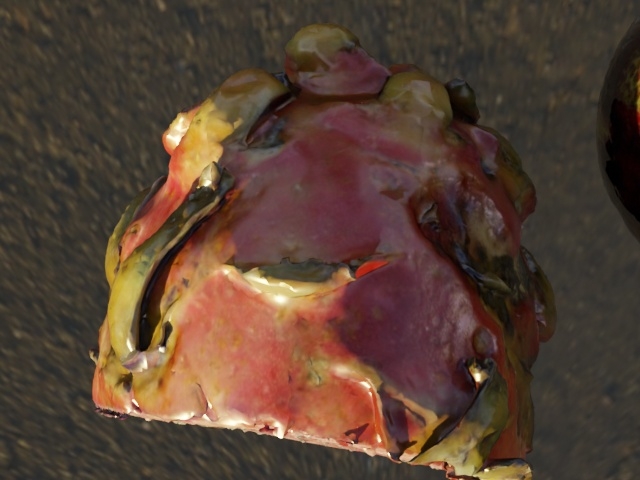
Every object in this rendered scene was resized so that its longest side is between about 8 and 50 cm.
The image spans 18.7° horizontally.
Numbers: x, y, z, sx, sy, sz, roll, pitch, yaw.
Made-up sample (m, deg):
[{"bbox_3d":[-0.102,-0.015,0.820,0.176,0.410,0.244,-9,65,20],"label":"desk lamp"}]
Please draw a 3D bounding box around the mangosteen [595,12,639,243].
[{"bbox_3d":[0.287,-0.102,1.201,0.231,0.231,0.289,8,55,3],"label":"mangosteen"}]

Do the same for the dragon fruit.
[{"bbox_3d":[0.000,0.000,1.208,0.314,0.296,0.263,10,86,9],"label":"dragon fruit"}]
